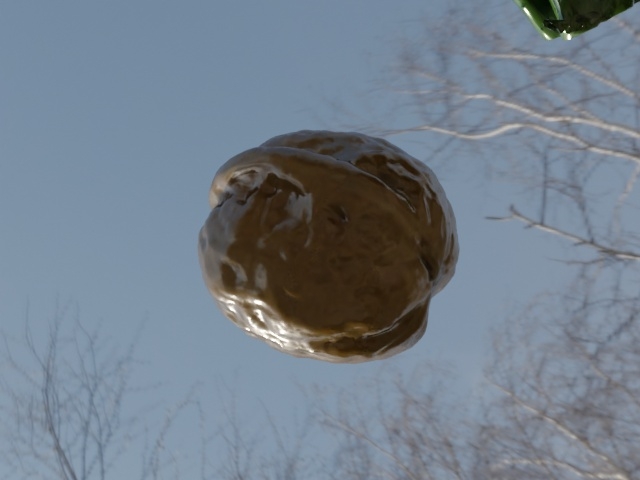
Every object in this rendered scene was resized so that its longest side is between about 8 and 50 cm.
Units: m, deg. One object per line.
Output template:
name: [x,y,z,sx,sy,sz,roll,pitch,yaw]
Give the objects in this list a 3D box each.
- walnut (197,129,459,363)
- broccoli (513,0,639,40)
walnut: [0.000,0.000,1.212,0.257,0.257,0.224,36,-116,-14]
broccoli: [0.220,-0.298,1.116,0.245,0.294,0.265,61,-142,-26]
